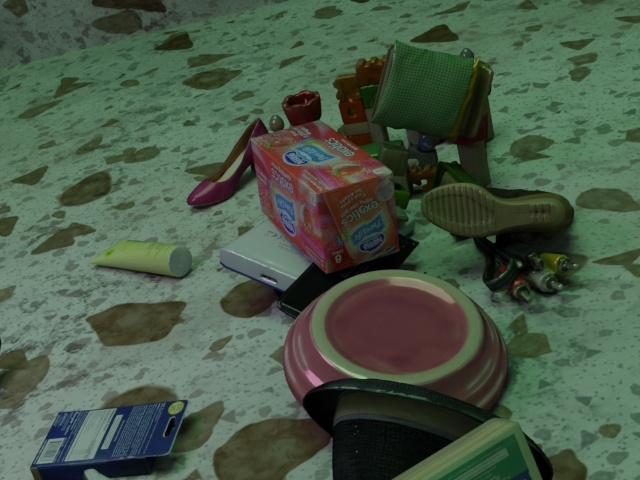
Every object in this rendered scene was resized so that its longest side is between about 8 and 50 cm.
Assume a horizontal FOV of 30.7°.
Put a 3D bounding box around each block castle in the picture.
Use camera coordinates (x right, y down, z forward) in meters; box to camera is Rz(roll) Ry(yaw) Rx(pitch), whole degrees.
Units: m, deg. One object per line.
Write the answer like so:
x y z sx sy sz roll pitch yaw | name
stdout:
0.127 -0.234 2.368 0.453 0.213 0.303 -7 28 16 | block castle

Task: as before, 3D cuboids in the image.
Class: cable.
0.312 0.039 1.965 0.139 0.072 0.287 -29 17 -9 | cable

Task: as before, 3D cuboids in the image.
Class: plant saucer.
0.110 0.151 1.709 0.332 0.084 0.332 0 38 0 | plant saucer

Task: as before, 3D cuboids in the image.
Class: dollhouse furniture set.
0.197 -0.182 2.085 0.198 0.301 0.151 8 21 -15 | dollhouse furniture set

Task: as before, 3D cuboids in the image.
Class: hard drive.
0.000 0.000 2.086 0.210 0.040 0.319 21 34 27 | hard drive

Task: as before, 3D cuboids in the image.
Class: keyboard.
0.082 0.074 1.934 0.201 0.033 0.317 25 38 17 | keyboard

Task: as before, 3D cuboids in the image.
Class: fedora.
0.110 0.289 1.363 0.334 0.334 0.152 3 62 30 | fedora

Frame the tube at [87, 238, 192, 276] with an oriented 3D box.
-0.353 0.030 2.287 0.240 0.062 0.070 6 -7 43 | tube

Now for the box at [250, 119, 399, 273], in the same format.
0.004 -0.081 1.998 0.142 0.154 0.300 -17 29 -18 | box

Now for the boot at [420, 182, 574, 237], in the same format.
0.309 -0.049 2.007 0.248 0.090 0.207 4 2 16 | boot

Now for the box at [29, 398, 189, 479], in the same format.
-0.314 0.304 1.774 0.225 0.036 0.136 -9 28 15 | box

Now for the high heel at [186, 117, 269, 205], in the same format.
-0.200 -0.167 2.507 0.244 0.117 0.082 -30 31 -28 | high heel

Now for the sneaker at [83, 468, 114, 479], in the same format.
-0.285 0.365 1.640 0.061 0.053 0.152 -21 33 -31 | sneaker

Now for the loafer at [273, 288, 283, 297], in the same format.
-0.044 0.076 2.050 0.061 0.062 0.170 -15 36 -19 | loafer

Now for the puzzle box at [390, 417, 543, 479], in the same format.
0.082 0.392 1.167 0.409 0.272 0.052 -26 8 -22 | puzzle box
